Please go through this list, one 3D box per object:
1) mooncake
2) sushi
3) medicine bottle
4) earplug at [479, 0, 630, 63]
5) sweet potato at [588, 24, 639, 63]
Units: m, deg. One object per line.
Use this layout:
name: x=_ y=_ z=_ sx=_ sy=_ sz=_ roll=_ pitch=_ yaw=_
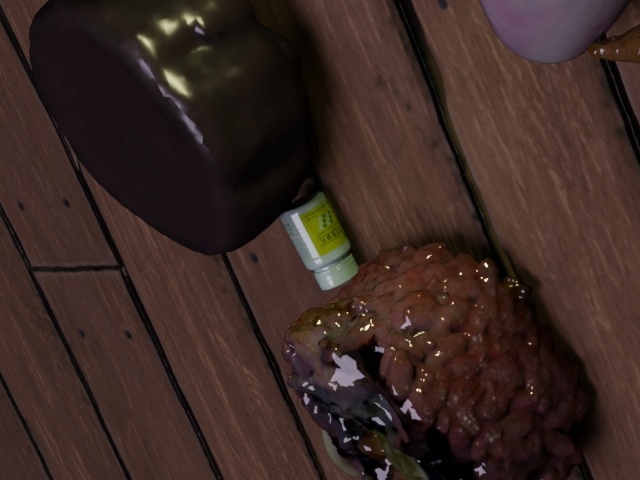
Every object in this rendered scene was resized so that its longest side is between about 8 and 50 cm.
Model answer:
mooncake: x=-0.127 y=-0.128 z=1.655 sx=0.283 sy=0.141 sz=0.283 roll=37 pitch=150 yaw=26
sushi: x=0.092 y=0.148 z=1.604 sx=0.236 sy=0.171 sz=0.270 roll=-18 pitch=109 yaw=53
medicine bottle: x=0.000 y=0.000 z=1.693 sx=0.047 sy=0.047 sz=0.083 roll=-15 pitch=107 yaw=53
earplug: x=0.161 y=-0.240 z=1.226 sx=0.172 sy=0.172 sz=0.301 roll=35 pitch=147 yaw=25
sweet potato: x=0.282 y=-0.147 z=1.221 sx=0.226 sy=0.068 sz=0.068 roll=1 pitch=120 yaw=33
